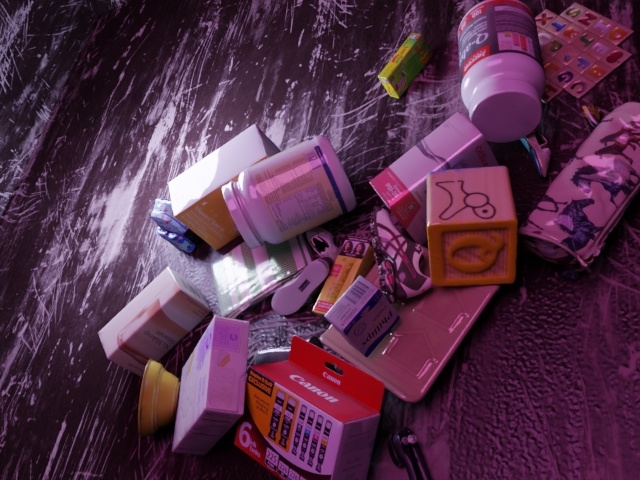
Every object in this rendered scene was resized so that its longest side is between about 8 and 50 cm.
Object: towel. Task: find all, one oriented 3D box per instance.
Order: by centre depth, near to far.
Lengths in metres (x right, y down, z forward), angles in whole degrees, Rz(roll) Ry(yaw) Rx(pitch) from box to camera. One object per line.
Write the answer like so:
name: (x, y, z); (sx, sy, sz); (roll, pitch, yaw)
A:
towel: (-0.175, 0.076, 1.907); (0.325, 0.038, 0.247); (-33, 45, 13)

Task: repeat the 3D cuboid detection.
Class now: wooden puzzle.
wooden puzzle: (0.212, 0.183, 1.533); (0.322, 0.080, 0.348); (29, 74, 43)

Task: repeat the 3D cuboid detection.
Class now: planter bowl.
planter bowl: (-0.430, 0.433, 1.759); (0.091, 0.217, 0.217); (4, 55, -4)

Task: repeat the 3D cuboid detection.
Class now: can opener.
can opener: (0.200, 0.479, 1.351); (0.059, 0.073, 0.186); (-9, 47, -19)

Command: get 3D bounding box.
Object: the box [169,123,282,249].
box: (-0.265, -0.161, 2.011); (0.345, 0.215, 0.168); (-32, 47, 13)

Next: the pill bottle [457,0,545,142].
pill bottle: (0.468, -0.442, 1.669); (0.210, 0.210, 0.362); (-15, 48, 26)

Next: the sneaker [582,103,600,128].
sneaker: (0.674, -0.310, 1.583); (0.035, 0.031, 0.083); (-27, 48, 17)

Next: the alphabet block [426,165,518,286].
alphabet block: (0.338, -0.032, 1.454); (0.193, 0.193, 0.197); (-4, 41, 13)

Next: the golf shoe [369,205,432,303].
golf shoe: (0.187, 0.028, 1.562); (0.120, 0.105, 0.272); (-11, 54, 3)

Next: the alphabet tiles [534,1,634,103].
alphabet tiles: (0.657, -0.516, 1.756); (0.285, 0.011, 0.342); (-39, 45, 5)

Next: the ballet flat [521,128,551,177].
ballet flat: (0.544, -0.227, 1.601); (0.052, 0.057, 0.168); (-19, 50, 11)

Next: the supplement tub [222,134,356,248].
supplement tub: (-0.087, -0.131, 1.809); (0.325, 0.235, 0.235); (-24, 47, 2)

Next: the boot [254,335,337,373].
boot: (-0.062, 0.339, 1.602); (0.209, 0.076, 0.189); (-27, 79, 33)

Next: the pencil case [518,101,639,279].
pencil case: (0.615, -0.117, 1.398); (0.184, 0.160, 0.410); (35, 83, 35)

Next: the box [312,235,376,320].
box: (0.068, 0.103, 1.697); (0.087, 0.058, 0.232); (11, 67, 39)

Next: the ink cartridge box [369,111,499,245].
ink cartridge box: (0.297, -0.150, 1.610); (0.283, 0.207, 0.117); (-38, 47, 7)

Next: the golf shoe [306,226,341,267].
golf shoe: (0.000, 0.000, 1.801); (0.069, 0.086, 0.176); (-45, 43, 3)

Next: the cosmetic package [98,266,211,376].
cosmetic package: (-0.496, 0.244, 1.930); (0.296, 0.153, 0.129); (-44, 44, 3)

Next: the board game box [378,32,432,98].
board game box: (0.263, -0.541, 1.993); (0.043, 0.092, 0.181); (30, 79, 43)

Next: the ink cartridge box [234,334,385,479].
ink cartridge box: (-0.030, 0.390, 1.434); (0.310, 0.130, 0.271); (19, 102, 42)

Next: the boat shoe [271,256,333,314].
boat shoe: (-0.045, 0.125, 1.751); (0.219, 0.070, 0.077); (-42, 87, 27)

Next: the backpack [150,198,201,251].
backpack: (-0.481, -0.057, 2.116); (0.158, 0.173, 0.116); (18, 71, 41)

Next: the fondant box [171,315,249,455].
fondant box: (-0.276, 0.369, 1.605); (0.330, 0.096, 0.238); (128, 150, -48)

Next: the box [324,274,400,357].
box: (0.097, 0.173, 1.457); (0.126, 0.137, 0.072); (-48, 46, -9)
